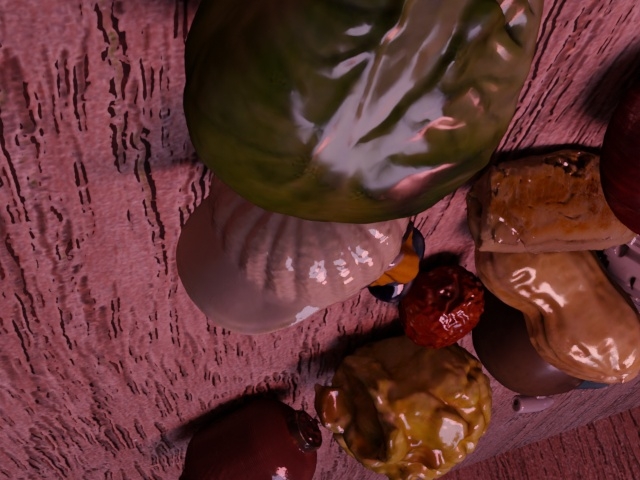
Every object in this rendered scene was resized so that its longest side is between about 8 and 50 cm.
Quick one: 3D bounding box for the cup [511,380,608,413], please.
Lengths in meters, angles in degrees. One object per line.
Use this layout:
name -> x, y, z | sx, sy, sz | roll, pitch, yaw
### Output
cup -> 0.387, 0.171, 1.756 | 0.173, 0.167, 0.300 | 1, 123, -26

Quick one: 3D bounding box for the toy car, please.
toy car -> 0.474, 0.024, 1.491 | 0.166, 0.198, 0.314 | -54, 157, -3

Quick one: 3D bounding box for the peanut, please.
peanut -> 0.311, 0.071, 1.362 | 0.147, 0.305, 0.147 | -34, -161, 14

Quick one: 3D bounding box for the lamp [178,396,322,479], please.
lamp -> -0.114, 0.359, 1.716 | 0.258, 0.180, 0.180 | -30, 156, 22

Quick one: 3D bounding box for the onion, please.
onion -> 0.404, -0.111, 1.126 | 0.248, 0.161, 0.248 | -28, 160, -11

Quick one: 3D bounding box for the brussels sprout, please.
brussels sprout -> 0.037, -0.138, 0.693 | 0.219, 0.210, 0.271 | 19, 128, -26

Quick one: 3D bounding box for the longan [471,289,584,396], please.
longan -> 0.321, 0.137, 1.562 | 0.196, 0.197, 0.220 | -26, 168, 11

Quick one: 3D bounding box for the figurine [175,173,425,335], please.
figurine -> 0.015, -0.026, 1.001 | 0.332, 0.185, 0.205 | -15, 131, -64

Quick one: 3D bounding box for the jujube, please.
jujube -> 0.164, 0.092, 1.455 | 0.112, 0.109, 0.176 | 17, 164, 3

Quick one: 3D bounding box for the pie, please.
pie -> 0.291, -0.046, 1.253 | 0.282, 0.129, 0.068 | -3, -166, -32

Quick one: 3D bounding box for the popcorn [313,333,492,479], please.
popcorn -> 0.128, 0.252, 1.619 | 0.270, 0.224, 0.258 | -3, 158, 7
